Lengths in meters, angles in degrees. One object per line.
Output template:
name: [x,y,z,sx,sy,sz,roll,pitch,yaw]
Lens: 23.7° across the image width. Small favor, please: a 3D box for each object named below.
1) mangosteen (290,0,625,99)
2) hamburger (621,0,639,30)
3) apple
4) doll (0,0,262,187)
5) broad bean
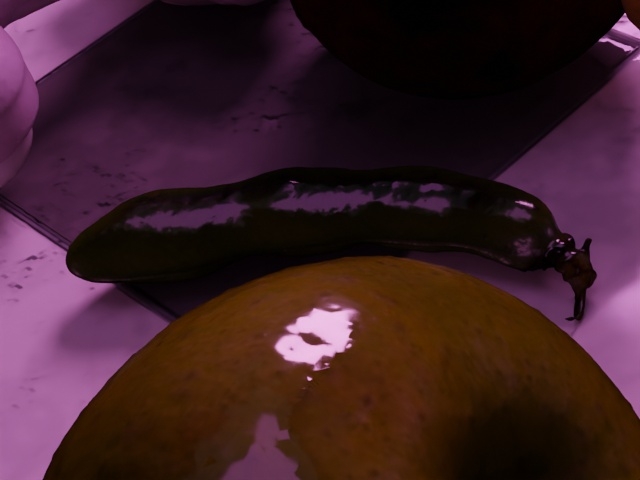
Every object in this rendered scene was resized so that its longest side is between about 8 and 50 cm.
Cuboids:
mangosteen: [0.060,-0.152,0.697,0.200,0.200,0.200,-9,42,8]
hamburger: [0.270,-0.141,0.565,0.302,0.261,0.186,-52,30,21]
apple: [0.010,0.100,0.418,0.157,0.196,0.196,-26,29,42]
doll: [-0.129,-0.122,0.763,0.365,0.094,0.160,-38,49,-23]
broad bean: [0.002,-0.004,0.637,0.227,0.039,0.069,2,51,18]
